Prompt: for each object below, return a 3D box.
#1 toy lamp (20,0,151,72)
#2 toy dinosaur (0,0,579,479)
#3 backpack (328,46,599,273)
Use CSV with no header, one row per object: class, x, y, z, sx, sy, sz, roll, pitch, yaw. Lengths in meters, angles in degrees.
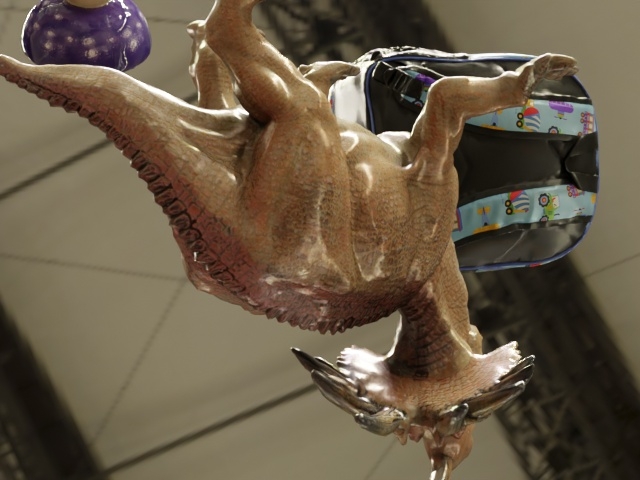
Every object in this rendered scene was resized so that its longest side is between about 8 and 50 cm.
toy lamp,-0.110,-0.216,0.938,0.080,0.080,0.275,20,-52,20
toy dinosaur,0.000,0.000,0.833,0.127,0.295,0.200,-10,-112,51
backpack,0.098,-0.054,1.294,0.117,0.173,0.158,-175,-98,-69
